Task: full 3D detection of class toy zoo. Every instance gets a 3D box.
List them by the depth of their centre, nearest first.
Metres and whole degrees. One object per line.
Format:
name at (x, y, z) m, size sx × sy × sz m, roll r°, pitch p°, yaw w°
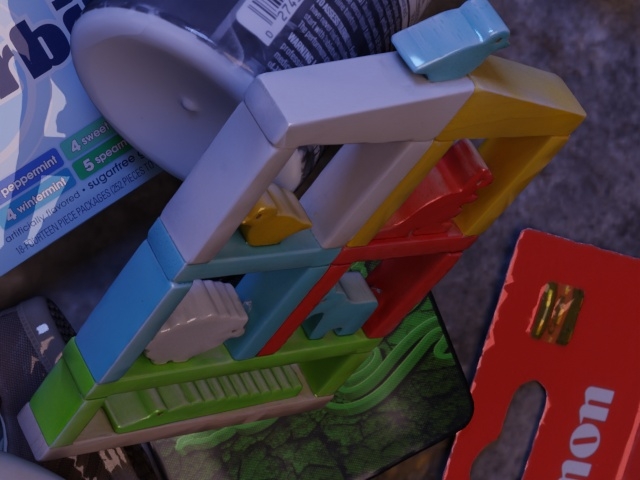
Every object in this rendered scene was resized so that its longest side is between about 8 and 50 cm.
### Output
toy zoo at (0.000, 0.000, 0.729) m, size 0.192 × 0.030 × 0.293 m, roll -5°, pitch 145°, yaw -44°

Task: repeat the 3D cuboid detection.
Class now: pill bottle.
pill bottle at (-0.004, -0.147, 0.767) m, size 0.130 × 0.130 × 0.245 m, roll 47°, pitch 61°, yaw -25°

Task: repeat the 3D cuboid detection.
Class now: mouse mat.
mouse mat at (-0.012, 0.080, 0.891) m, size 0.190 × 0.007 × 0.152 m, roll -27°, pitch 106°, yaw -17°

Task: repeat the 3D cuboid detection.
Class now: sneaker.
sneaker at (-0.134, 0.120, 0.830) m, size 0.071 × 0.066 × 0.188 m, roll -25°, pitch 106°, yaw 0°

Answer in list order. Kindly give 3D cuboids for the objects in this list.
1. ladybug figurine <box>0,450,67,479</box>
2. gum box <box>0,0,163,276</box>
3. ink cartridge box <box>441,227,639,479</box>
ladybug figurine at (-0.187, 0.288, 0.777) m, size 0.305 × 0.162 × 0.449 m, roll -13°, pitch 107°, yaw -20°
gum box at (-0.161, -0.091, 0.775) m, size 0.157 × 0.041 × 0.184 m, roll -34°, pitch 112°, yaw -14°
ink cartridge box at (0.259, 0.183, 0.995) m, size 0.385 × 0.091 × 0.308 m, roll 15°, pitch 95°, yaw -27°
